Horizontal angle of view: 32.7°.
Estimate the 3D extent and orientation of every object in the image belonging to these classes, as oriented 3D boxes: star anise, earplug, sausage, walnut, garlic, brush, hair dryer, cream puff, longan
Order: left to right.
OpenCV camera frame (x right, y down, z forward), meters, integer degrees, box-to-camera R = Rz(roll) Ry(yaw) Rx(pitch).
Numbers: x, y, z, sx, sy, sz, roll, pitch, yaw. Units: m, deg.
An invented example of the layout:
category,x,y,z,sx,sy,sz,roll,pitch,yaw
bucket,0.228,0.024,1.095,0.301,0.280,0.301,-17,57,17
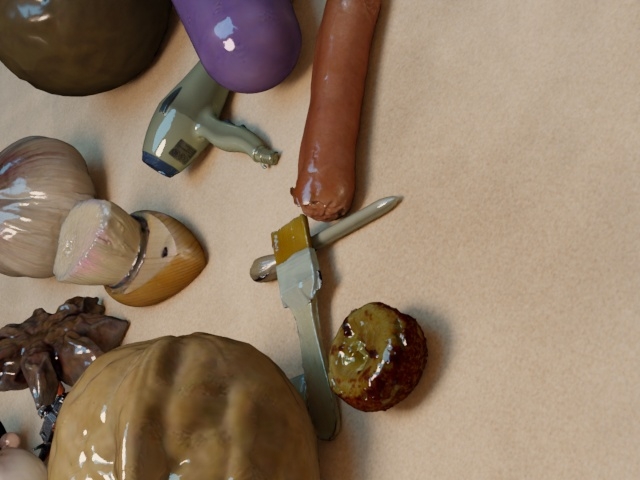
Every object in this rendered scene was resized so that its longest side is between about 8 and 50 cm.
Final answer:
category,x,y,z,sx,sy,sz,roll,pitch,yaw
garlic,-0.587,-0.068,2.216,0.322,0.241,0.322,-20,44,21
star anise,-0.496,0.201,1.946,0.315,0.315,0.108,29,136,53
longan,-0.486,-0.491,2.193,0.404,0.404,0.436,-62,11,7
brush,-0.326,0.015,1.880,0.267,0.166,0.174,-4,68,48
walnut,-0.174,0.296,1.409,0.381,0.381,0.381,-27,51,41
earplug,-0.161,-0.432,1.845,0.215,0.215,0.456,-43,52,29
hair dryer,-0.159,-0.251,1.895,0.298,0.119,0.295,0,67,34
brush,-0.016,0.121,1.528,0.085,0.020,0.336,-31,56,34
brush,0.000,0.000,1.588,0.299,0.042,0.039,-28,67,38
sausage,0.028,-0.229,1.632,0.094,0.094,0.418,5,71,12
cream puff,0.075,0.147,1.376,0.149,0.084,0.149,-32,45,38

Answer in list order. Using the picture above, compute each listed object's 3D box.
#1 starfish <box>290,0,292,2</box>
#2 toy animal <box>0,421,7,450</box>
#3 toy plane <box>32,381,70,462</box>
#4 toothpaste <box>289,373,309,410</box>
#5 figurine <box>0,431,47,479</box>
category,x,y,z,sx,sy,sz,roll,pitch,yaw
starfish,-0.017,-0.525,1.867,0.138,0.050,0.247,-2,83,46
toy animal,-0.684,0.480,2.014,0.251,0.251,0.310,-43,47,29
toy plane,-0.488,0.346,1.988,0.130,0.061,0.189,38,108,22
toothpaste,-0.089,0.236,1.576,0.205,0.036,0.056,-21,58,39
figurine,-0.572,0.400,1.915,0.144,0.257,0.182,-49,23,8
